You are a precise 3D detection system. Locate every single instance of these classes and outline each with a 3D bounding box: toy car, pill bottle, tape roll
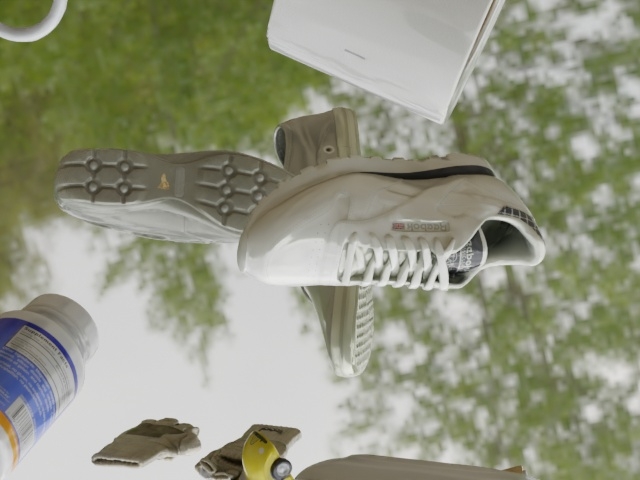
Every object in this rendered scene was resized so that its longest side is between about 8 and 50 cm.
[{"bbox_3d":[-0.023,0.315,1.717,0.053,0.239,0.225,-36,175,-15],"label":"toy car"},{"bbox_3d":[-0.396,0.184,2.091,0.152,0.152,0.272,-5,-152,27],"label":"pill bottle"},{"bbox_3d":[0.079,-0.242,1.404,0.169,0.246,0.246,25,-155,5],"label":"tape roll"}]

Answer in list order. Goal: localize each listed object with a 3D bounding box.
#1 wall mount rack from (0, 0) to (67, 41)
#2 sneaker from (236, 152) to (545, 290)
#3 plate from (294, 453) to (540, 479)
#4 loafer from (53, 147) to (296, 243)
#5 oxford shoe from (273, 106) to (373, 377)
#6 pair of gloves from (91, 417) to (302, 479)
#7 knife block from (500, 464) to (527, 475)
[{"bbox_3d":[-0.343,-0.370,1.601,0.304,0.350,0.130,-4,-163,22],"label":"wall mount rack"},{"bbox_3d":[0.053,-0.004,1.184,0.235,0.090,0.095,-13,-133,-27],"label":"sneaker"},{"bbox_3d":[0.149,0.276,1.794,0.278,0.045,0.277,3,167,26],"label":"plate"},{"bbox_3d":[-0.163,-0.052,1.993,0.320,0.112,0.111,9,164,-6],"label":"loafer"},{"bbox_3d":[0.000,0.000,2.115,0.130,0.169,0.449,-4,-134,0],"label":"oxford shoe"},{"bbox_3d":[-0.159,0.277,2.131,0.240,0.042,0.204,3,-171,10],"label":"pair of gloves"},{"bbox_3d":[0.170,0.393,2.171,0.242,0.088,0.275,-18,-163,9],"label":"knife block"}]
